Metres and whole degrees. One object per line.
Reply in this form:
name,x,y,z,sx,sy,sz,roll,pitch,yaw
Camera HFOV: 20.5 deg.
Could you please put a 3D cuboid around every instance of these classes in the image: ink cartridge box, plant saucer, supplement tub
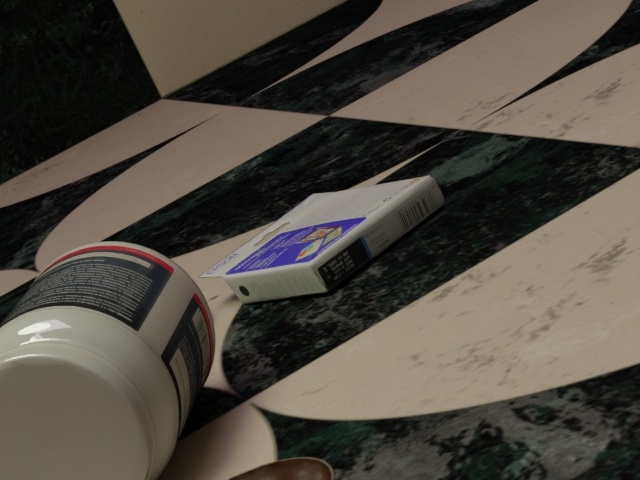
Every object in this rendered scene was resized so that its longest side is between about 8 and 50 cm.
ink cartridge box,0.000,0.000,1.969,0.206,0.045,0.208,-37,19,-36
plant saucer,-0.061,0.220,1.333,0.168,0.029,0.168,-24,14,6
supplement tub,-0.207,0.127,1.582,0.191,0.191,0.272,-22,14,14
